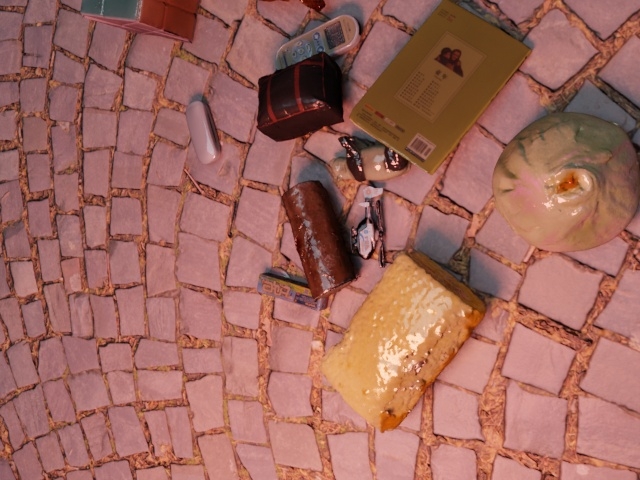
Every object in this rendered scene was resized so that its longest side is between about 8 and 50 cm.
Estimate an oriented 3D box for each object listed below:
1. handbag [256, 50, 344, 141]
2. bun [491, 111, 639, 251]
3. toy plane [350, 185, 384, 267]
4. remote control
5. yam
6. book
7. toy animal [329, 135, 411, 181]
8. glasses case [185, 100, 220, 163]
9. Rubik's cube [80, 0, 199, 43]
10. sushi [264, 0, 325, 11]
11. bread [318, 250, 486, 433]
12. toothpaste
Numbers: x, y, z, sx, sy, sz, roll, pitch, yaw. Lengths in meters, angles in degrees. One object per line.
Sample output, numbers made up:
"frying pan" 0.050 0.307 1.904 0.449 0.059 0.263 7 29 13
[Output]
"handbag" -0.049 -0.347 1.612 0.215 0.155 0.169 -13 65 28
"bun" 0.479 -0.113 1.317 0.293 0.187 0.293 2 95 30
"toy plane" 0.115 -0.032 1.595 0.078 0.053 0.197 0 93 20
"remote control" -0.006 -0.481 1.644 0.244 0.047 0.087 -18 80 28
"yam" -0.001 0.001 1.614 0.131 0.131 0.279 -24 77 27
"book" 0.258 -0.339 1.457 0.239 0.035 0.352 39 90 20
"toy animal" 0.115 -0.198 1.568 0.225 0.094 0.121 -7 97 27
"glasses case" -0.323 -0.297 1.821 0.067 0.045 0.178 -21 81 27
"Rubik's cube" -0.477 -0.680 1.791 0.231 0.221 0.224 16 99 27
"sushi" -0.109 -0.682 1.642 0.296 0.179 0.167 34 131 39
"bread" 0.182 0.232 1.501 0.236 0.165 0.375 44 111 25
"toothpaste" -0.070 0.120 1.699 0.193 0.044 0.070 15 99 27
